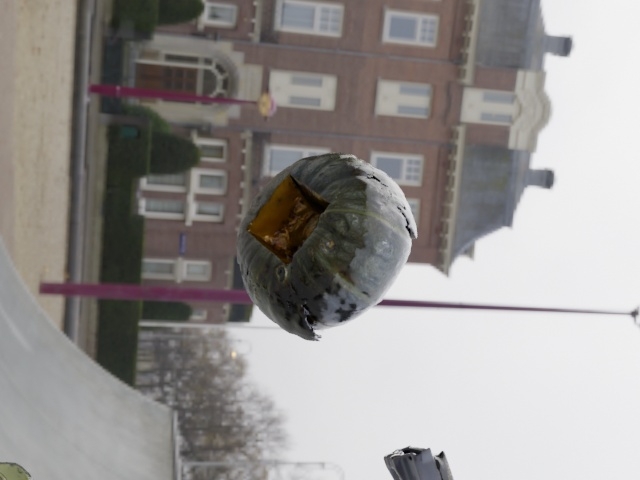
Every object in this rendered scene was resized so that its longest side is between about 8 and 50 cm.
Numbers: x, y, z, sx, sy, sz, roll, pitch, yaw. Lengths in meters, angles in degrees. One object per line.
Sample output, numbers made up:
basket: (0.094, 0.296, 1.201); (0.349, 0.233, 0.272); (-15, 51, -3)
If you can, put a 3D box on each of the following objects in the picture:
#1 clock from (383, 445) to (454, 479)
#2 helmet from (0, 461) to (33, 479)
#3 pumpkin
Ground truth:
clock: (0.179, 0.439, 1.487); (0.253, 0.083, 0.186); (95, -23, -77)
helmet: (-0.556, 0.381, 1.293); (0.204, 0.258, 0.137); (54, -25, 41)
pumpkin: (0.000, 0.000, 1.475); (0.320, 0.192, 0.320); (-24, -131, 30)
